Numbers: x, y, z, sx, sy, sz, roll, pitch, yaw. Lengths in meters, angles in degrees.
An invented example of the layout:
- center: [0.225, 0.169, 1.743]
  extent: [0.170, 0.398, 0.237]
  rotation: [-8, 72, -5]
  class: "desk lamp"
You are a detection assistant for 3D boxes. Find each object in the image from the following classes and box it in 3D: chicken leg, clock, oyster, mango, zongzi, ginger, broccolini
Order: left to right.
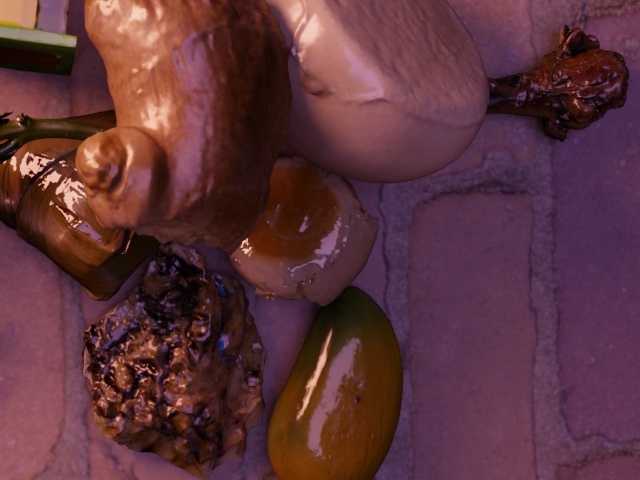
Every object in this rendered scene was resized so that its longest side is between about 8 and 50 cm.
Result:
- center: [-0.263, -0.052, 0.979]
  extent: [0.272, 0.062, 0.123]
  rotation: [-2, 90, -25]
  class: "broccolini"
- center: [-0.273, -0.296, 1.035]
  extent: [0.106, 0.220, 0.255]
  rotation: [6, 90, -14]
  class: "clock"
- center: [-0.241, -0.107, 1.129]
  extent: [0.289, 0.123, 0.260]
  rotation: [35, 60, 16]
  class: "zongzi"
- center: [-0.129, -0.112, 0.967]
  extent: [0.221, 0.130, 0.275]
  rotation: [-32, 105, -33]
  class: "ginger"
- center: [-0.138, 0.136, 1.165]
  extent: [0.223, 0.083, 0.214]
  rotation: [38, 84, -21]
  class: "oyster"
- center: [0.026, 0.176, 1.206]
  extent: [0.137, 0.091, 0.237]
  rotation: [27, 85, -21]
  class: "mango"
- center: [0.259, -0.171, 1.273]
  extent: [0.196, 0.080, 0.125]
  rotation: [-25, 88, -6]
  class: "chicken leg"

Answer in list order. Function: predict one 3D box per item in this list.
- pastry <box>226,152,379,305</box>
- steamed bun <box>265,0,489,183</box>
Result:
- center: [-0.025, -0.012, 1.164]
  extent: [0.166, 0.088, 0.165]
  rotation: [-2, 76, 8]
  class: "pastry"
- center: [0.028, -0.176, 1.125]
  extent: [0.283, 0.177, 0.283]
  rotation: [28, 41, -28]
  class: "steamed bun"
